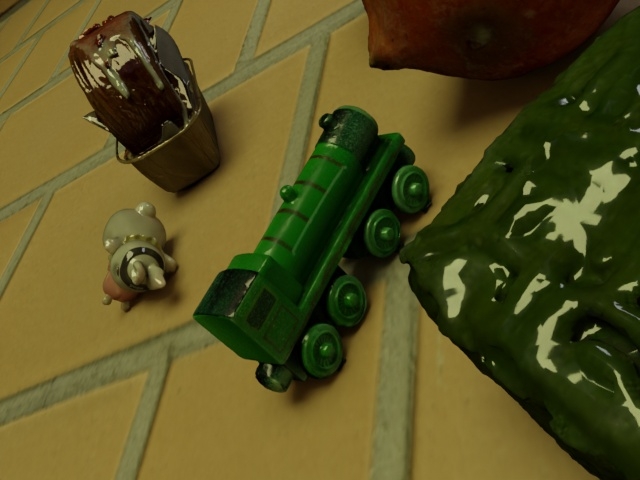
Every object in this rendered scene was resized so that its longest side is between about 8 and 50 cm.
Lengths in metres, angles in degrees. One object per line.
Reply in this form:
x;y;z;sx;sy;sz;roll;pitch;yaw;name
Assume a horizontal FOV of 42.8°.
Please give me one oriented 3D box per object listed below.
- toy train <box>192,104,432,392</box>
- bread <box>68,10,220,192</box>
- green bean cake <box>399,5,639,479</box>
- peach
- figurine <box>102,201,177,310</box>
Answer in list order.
0.000;0.000;0.674;0.085;0.119;0.251;-2;52;48;toy train
-0.224;-0.179;1.041;0.142;0.212;0.224;-32;35;9;bread
0.198;0.009;0.412;0.247;0.156;0.250;-45;32;0;green bean cake
0.140;-0.239;0.708;0.257;0.232;0.232;-53;32;2;peach
-0.203;0.034;0.918;0.146;0.081;0.098;-111;28;-51;figurine
